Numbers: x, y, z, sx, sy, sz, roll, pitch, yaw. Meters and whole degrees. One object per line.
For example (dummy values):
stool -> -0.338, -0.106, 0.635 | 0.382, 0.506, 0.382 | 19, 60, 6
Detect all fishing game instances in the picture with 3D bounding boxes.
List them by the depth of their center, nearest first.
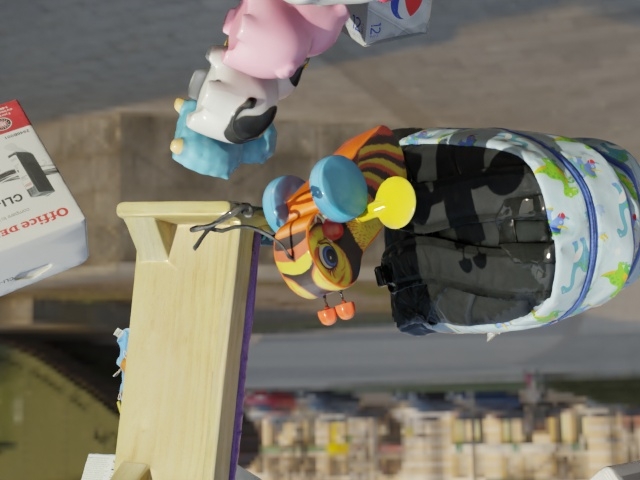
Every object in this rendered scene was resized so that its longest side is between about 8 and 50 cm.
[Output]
fishing game -> -0.293, 0.224, 2.013 | 0.041, 0.189, 0.264 | -8, 146, -22

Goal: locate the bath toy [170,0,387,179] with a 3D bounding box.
bath toy -> -0.034, -0.196, 1.286 | 0.129, 0.151, 0.348 | 16, 145, -18

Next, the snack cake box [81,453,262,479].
snack cake box -> -0.221, 0.382, 1.814 | 0.264, 0.152, 0.089 | -4, 151, 36

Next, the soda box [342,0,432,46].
soda box -> 0.013, -0.324, 1.505 | 0.091, 0.098, 0.286 | -15, -144, -28

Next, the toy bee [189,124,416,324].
toy bee -> 0.000, 0.000, 1.384 | 0.298, 0.162, 0.195 | -29, -172, -26

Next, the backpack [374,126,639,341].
backpack -> 0.236, -0.018, 1.633 | 0.273, 0.290, 0.355 | -3, 178, -15

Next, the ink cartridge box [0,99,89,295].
ink cartridge box -> -0.506, -0.064, 2.052 | 0.197, 0.273, 0.114 | -23, 151, -22

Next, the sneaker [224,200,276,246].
sneaker -> -0.074, -0.019, 1.646 | 0.166, 0.065, 0.076 | -7, -173, -35

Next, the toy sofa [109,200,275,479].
toy sofa -> -0.137, 0.140, 1.468 | 0.150, 0.363, 0.177 | 0, 169, 27

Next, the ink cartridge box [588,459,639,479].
ink cartridge box -> 0.316, 0.315, 1.396 | 0.296, 0.066, 0.261 | 0, 141, -44
